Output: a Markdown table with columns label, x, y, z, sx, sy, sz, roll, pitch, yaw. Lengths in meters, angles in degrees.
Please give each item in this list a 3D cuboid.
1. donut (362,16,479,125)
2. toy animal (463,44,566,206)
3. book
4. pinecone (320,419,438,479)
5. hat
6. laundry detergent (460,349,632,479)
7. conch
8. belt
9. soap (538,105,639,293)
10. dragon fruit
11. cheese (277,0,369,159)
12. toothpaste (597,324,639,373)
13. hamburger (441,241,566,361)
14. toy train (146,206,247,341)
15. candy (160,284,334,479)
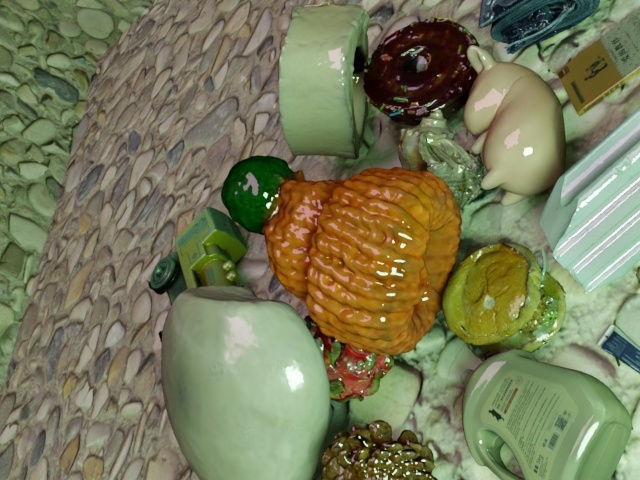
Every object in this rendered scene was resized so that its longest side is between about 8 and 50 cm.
| label | x | y | z | sx | sy | sz | roll | pitch | yaw |
| --- | --- | --- | --- | --- | --- | --- | --- | --- | --- |
| donut | 0.198 | -0.320 | 1.526 | 0.235 | 0.089 | 0.235 | -11 | 61 | 20 |
| toy animal | 0.312 | -0.188 | 1.269 | 0.154 | 0.166 | 0.250 | -29 | 51 | 25 |
| book | 0.470 | -0.291 | 1.272 | 0.172 | 0.012 | 0.118 | -38 | 39 | 29 |
| pinecone | 0.086 | 0.352 | 1.158 | 0.195 | 0.150 | 0.179 | -1 | 94 | 51 |
| hat | 0.000 | 0.000 | 1.221 | 0.400 | 0.285 | 0.285 | 16 | 75 | 18 |
| laundry detergent | 0.275 | 0.237 | 1.059 | 0.253 | 0.091 | 0.181 | 27 | 94 | 56 |
| conch | 0.195 | -0.100 | 1.358 | 0.163 | 0.178 | 0.245 | 13 | 104 | 25 |
| belt | 0.389 | -0.410 | 1.370 | 0.218 | 0.122 | 0.128 | -21 | 51 | 52 |
| soap | 0.402 | -0.053 | 1.074 | 0.230 | 0.145 | 0.091 | -43 | 28 | 15 |
| dragon fruit | 0.036 | 0.196 | 1.343 | 0.172 | 0.166 | 0.160 | -65 | -11 | 28 |
| cheese | 0.011 | -0.328 | 1.598 | 0.153 | 0.332 | 0.292 | 5 | 70 | 7 |
| toothpaste | 0.410 | 0.155 | 1.009 | 0.037 | 0.021 | 0.140 | -55 | 32 | 8 |
| hamburger | 0.276 | 0.090 | 1.162 | 0.185 | 0.113 | 0.177 | -50 | 29 | 2 |
| toy train | -0.261 | 0.111 | 1.813 | 0.237 | 0.150 | 0.369 | -44 | 38 | 13 |
| candy | -0.149 | 0.281 | 1.363 | 0.386 | 0.186 | 0.427 | 25 | 122 | 44 |
